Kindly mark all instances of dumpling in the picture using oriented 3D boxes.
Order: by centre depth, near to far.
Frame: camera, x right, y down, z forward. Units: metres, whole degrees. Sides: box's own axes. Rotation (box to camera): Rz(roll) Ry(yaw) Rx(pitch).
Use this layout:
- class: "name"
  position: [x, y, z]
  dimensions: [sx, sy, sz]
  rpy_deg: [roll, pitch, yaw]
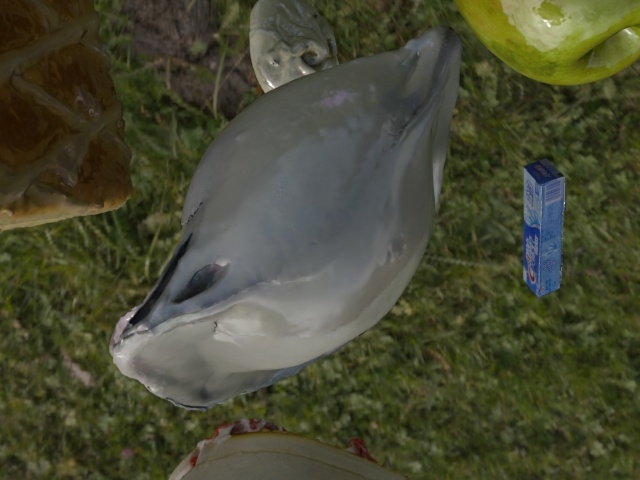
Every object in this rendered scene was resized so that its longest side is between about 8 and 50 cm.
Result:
- class: "dumpling"
  position: [0.002, -0.003, 0.803]
  dimensions: [0.181, 0.341, 0.260]
  rpy_deg: [13, 153, 22]

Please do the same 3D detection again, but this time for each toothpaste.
- class: "toothpaste"
  position: [0.395, -0.017, 1.762]
  dimensions: [0.053, 0.066, 0.272]
  rpy_deg: [-21, 133, -12]

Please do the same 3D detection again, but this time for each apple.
- class: "apple"
  position: [0.319, -0.368, 1.239]
  dimensions: [0.339, 0.340, 0.340]
  rpy_deg: [-2, 120, -4]

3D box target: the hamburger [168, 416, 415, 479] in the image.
- class: "hamburger"
  position: [-0.008, 0.292, 0.922]
  dimensions: [0.295, 0.151, 0.227]
  rpy_deg: [21, 116, -11]

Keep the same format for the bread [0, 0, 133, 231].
- class: "bread"
  position: [-0.391, -0.172, 0.899]
  dimensions: [0.279, 0.390, 0.371]
  rpy_deg: [-14, 90, 20]

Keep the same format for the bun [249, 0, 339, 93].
- class: "bun"
  position: [-0.037, -0.339, 1.781]
  dimensions: [0.133, 0.231, 0.231]
  rpy_deg: [-11, 122, 22]
